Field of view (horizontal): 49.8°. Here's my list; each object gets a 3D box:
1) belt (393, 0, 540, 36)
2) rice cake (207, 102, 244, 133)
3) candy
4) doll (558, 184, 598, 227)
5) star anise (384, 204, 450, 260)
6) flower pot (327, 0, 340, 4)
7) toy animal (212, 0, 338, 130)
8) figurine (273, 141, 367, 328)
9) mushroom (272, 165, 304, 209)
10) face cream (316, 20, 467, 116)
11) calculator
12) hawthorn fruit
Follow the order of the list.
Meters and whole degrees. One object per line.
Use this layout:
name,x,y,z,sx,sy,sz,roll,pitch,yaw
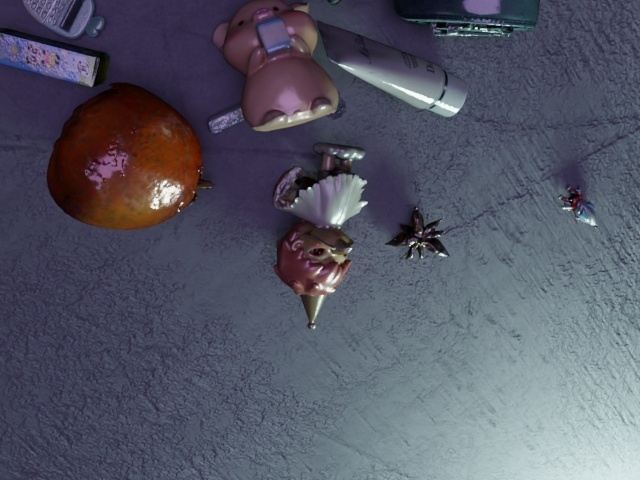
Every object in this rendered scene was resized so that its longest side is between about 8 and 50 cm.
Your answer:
belt,0.267,-0.432,1.261,0.268,0.206,0.116,4,105,2
rice cake,-0.125,-0.263,1.348,0.208,0.033,0.033,-25,117,-1
candy,-0.493,-0.333,1.251,0.195,0.097,0.062,13,106,-10
doll,0.564,-0.069,1.485,0.114,0.039,0.057,43,54,-7
star anise,0.220,-0.001,1.449,0.129,0.056,0.124,33,110,-11
flower pot,0.048,-0.591,1.155,0.299,0.299,0.282,-37,102,4
toy animal,-0.083,-0.313,1.226,0.195,0.213,0.256,-15,86,-2
figurine,0.000,0.000,1.363,0.207,0.166,0.386,0,106,-48
mushroom,-0.067,-0.108,1.405,0.049,0.019,0.101,26,101,-14
face cream,0.134,-0.318,1.301,0.315,0.143,0.089,15,131,-26
calculator,-0.471,-0.426,1.266,0.153,0.021,0.095,28,100,-13
hawthorn fruit,-0.325,-0.138,1.256,0.308,0.276,0.276,16,103,-32
